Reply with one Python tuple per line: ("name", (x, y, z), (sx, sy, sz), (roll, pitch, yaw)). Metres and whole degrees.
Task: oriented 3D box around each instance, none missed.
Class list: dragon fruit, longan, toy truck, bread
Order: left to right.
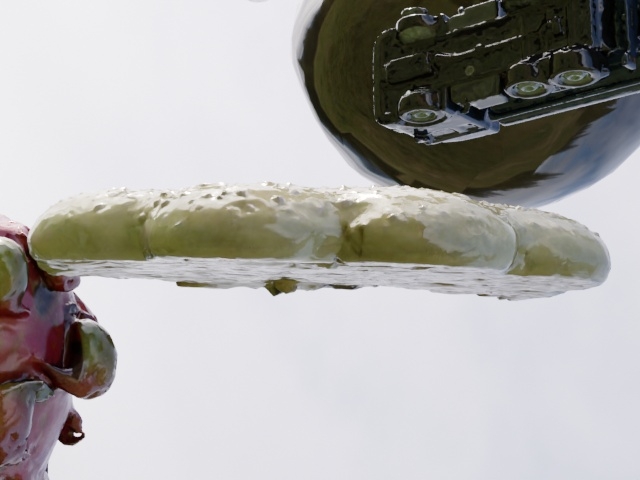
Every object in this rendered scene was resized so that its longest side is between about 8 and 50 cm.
("dragon fruit", (-0.254, 0.110, 1.357), (0.227, 0.243, 0.307), (31, -24, 38))
("bread", (0.000, 0.000, 0.853), (0.182, 0.251, 0.039), (119, -27, -82))
("longan", (0.161, -0.194, 1.869), (0.404, 0.404, 0.336), (-7, -69, 54))
("toy truck", (0.132, -0.114, 1.208), (0.201, 0.088, 0.074), (-14, -111, 34))

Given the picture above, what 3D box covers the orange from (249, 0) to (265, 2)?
("orange", (-0.031, -0.169, 0.711), (0.177, 0.177, 0.155), (33, -71, 33))
